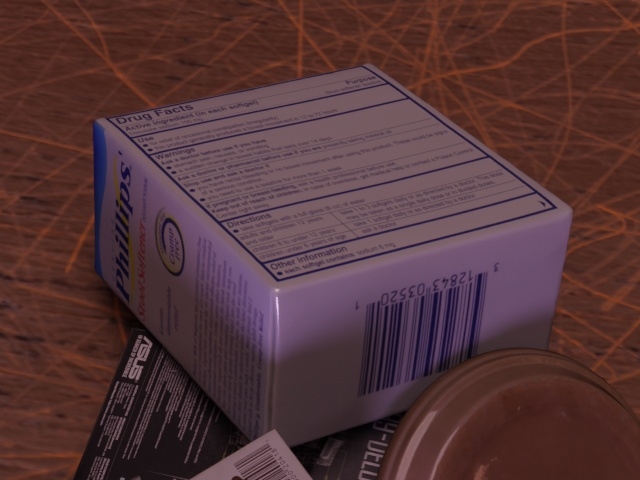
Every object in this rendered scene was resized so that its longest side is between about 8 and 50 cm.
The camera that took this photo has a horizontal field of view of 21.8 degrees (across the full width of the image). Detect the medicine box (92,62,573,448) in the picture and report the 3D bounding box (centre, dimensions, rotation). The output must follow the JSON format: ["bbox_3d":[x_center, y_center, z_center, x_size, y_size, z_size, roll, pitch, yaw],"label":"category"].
[{"bbox_3d":[0.000,0.000,1.296,0.263,0.149,0.289,-14,35,-29],"label":"medicine box"}]

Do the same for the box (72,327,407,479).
[{"bbox_3d":[-0.071,0.227,1.229,0.242,0.076,0.307,11,54,9],"label":"box"}]

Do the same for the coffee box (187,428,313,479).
[{"bbox_3d":[-0.104,0.248,1.081,0.246,0.141,0.098,-30,59,-16],"label":"coffee box"}]

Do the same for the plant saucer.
[{"bbox_3d":[0.161,0.217,1.223,0.278,0.041,0.278,4,81,-31],"label":"plant saucer"}]
